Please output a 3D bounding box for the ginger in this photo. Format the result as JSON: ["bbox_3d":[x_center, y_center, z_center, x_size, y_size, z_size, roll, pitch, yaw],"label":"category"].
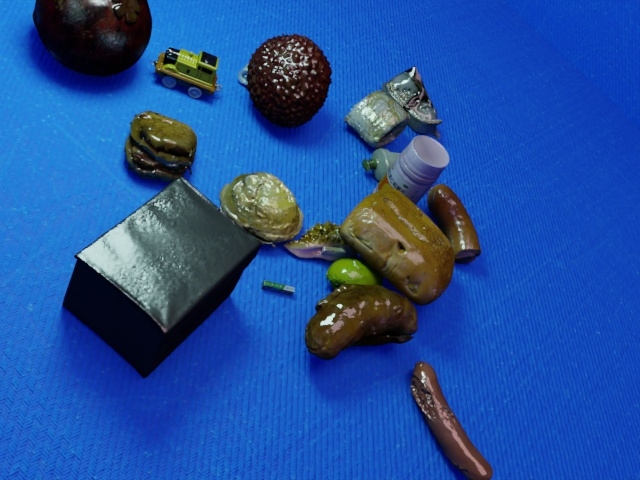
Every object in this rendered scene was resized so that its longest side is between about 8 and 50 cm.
[{"bbox_3d":[0.087,0.194,1.748,0.321,0.165,0.172,-10,52,-30],"label":"ginger"}]

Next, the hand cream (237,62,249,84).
[{"bbox_3d":[-0.170,-0.586,2.321,0.085,0.058,0.331,24,38,11],"label":"hand cream"}]

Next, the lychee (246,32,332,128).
[{"bbox_3d":[-0.092,-0.483,2.124,0.264,0.264,0.300,10,69,-24],"label":"lychee"}]

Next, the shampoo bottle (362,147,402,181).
[{"bbox_3d":[0.234,-0.233,2.240,0.234,0.087,0.118,2,53,-30],"label":"shampoo bottle"}]

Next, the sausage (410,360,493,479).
[{"bbox_3d":[0.304,0.442,1.730,0.087,0.079,0.326,-16,62,-27],"label":"sausage"}]

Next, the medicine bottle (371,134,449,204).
[{"bbox_3d":[0.261,-0.180,2.097,0.133,0.249,0.133,17,48,-20],"label":"medicine bottle"}]

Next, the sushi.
[{"bbox_3d":[0.311,-0.454,2.467,0.109,0.134,0.272,-24,86,-25],"label":"sushi"}]

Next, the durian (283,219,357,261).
[{"bbox_3d":[0.007,-0.001,1.917,0.224,0.078,0.140,-3,57,-34],"label":"durian"}]

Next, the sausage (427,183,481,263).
[{"bbox_3d":[0.409,-0.058,2.190,0.109,0.109,0.270,-1,56,-32],"label":"sausage"}]

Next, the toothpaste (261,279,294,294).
[{"bbox_3d":[-0.106,0.119,1.791,0.083,0.020,0.017,15,50,-20],"label":"toothpaste"}]

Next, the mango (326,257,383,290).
[{"bbox_3d":[0.099,0.095,1.880,0.178,0.100,0.119,-1,50,-44],"label":"mango"}]

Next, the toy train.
[{"bbox_3d":[-0.380,-0.495,2.061,0.219,0.127,0.089,19,46,-18],"label":"toy train"}]

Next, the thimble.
[{"bbox_3d":[0.182,-0.389,2.303,0.190,0.137,0.143,-32,74,-32],"label":"thimble"}]

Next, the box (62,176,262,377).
[{"bbox_3d":[-0.344,0.073,1.557,0.251,0.204,0.345,40,45,5],"label":"box"}]

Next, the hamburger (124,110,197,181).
[{"bbox_3d":[-0.406,-0.253,1.848,0.183,0.130,0.206,17,45,-22],"label":"hamburger"}]

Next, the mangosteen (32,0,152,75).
[{"bbox_3d":[-0.626,-0.588,1.921,0.306,0.360,0.306,9,78,-48],"label":"mangosteen"}]

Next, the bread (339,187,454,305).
[{"bbox_3d":[0.235,0.004,1.939,0.328,0.148,0.337,43,24,7],"label":"bread"}]

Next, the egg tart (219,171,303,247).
[{"bbox_3d":[-0.148,-0.099,1.893,0.232,0.098,0.252,1,49,-26],"label":"egg tart"}]
